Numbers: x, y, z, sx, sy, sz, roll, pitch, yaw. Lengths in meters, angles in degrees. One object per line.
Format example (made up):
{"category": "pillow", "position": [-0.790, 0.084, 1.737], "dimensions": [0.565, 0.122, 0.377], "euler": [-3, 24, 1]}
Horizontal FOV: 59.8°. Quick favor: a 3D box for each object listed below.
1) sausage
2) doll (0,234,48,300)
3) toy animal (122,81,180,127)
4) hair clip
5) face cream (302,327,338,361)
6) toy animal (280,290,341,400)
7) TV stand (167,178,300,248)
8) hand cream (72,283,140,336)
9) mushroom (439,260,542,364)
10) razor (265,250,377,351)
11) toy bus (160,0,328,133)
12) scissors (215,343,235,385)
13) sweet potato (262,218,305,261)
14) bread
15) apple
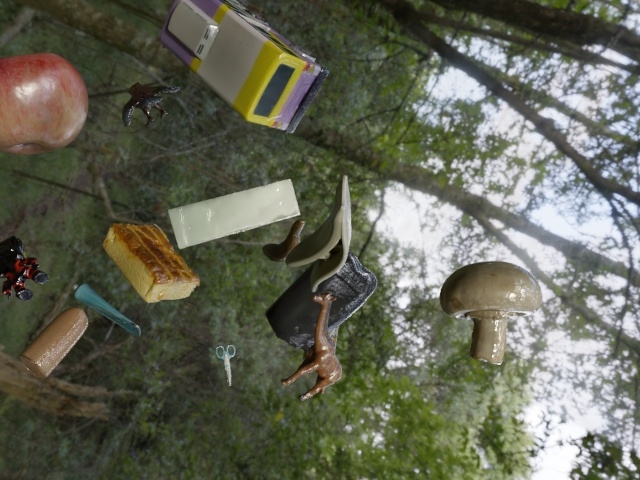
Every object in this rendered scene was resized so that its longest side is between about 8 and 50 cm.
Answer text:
{"category": "sausage", "position": [-0.954, 0.362, 2.015], "dimensions": [0.253, 0.123, 0.123], "euler": [-58, 178, -39]}
{"category": "doll", "position": [-0.839, 0.072, 1.512], "dimensions": [0.127, 0.248, 0.088], "euler": [-41, 145, -36]}
{"category": "toy animal", "position": [-0.575, -0.471, 1.821], "dimensions": [0.218, 0.179, 0.116], "euler": [-39, 159, -11]}
{"category": "hair clip", "position": [0.019, 0.005, 1.352], "dimensions": [0.282, 0.113, 0.172], "euler": [-51, -164, 27]}
{"category": "face cream", "position": [0.016, 0.247, 1.896], "dimensions": [0.105, 0.105, 0.349], "euler": [121, -18, -59]}
{"category": "toy animal", "position": [-0.008, 0.256, 1.320], "dimensions": [0.229, 0.224, 0.066], "euler": [-44, -151, -4]}
{"category": "TV stand", "position": [-0.187, -0.059, 1.220], "dimensions": [0.083, 0.269, 0.088], "euler": [-172, -113, -78]}
{"category": "hand cream", "position": [-0.591, 0.190, 1.538], "dimensions": [0.048, 0.224, 0.083], "euler": [-53, 173, -32]}
{"category": "mushroom", "position": [0.346, 0.135, 1.158], "dimensions": [0.209, 0.206, 0.206], "euler": [-61, -179, -30]}
{"category": "razor", "position": [0.002, 0.180, 1.694], "dimensions": [0.349, 0.204, 0.113], "euler": [-45, -160, 8]}
{"category": "toy bus", "position": [-0.226, -0.502, 1.498], "dimensions": [0.249, 0.440, 0.209], "euler": [-4, 133, -56]}
{"category": "scissors", "position": [-0.273, 0.363, 1.621], "dimensions": [0.014, 0.058, 0.119], "euler": [138, -53, -66]}
{"category": "sweet potato", "position": [-0.144, 0.023, 2.117], "dimensions": [0.346, 0.079, 0.108], "euler": [-33, -110, 52]}
{"category": "bread", "position": [-0.524, 0.064, 1.727], "dimensions": [0.184, 0.275, 0.114], "euler": [1, 130, -56]}
{"category": "apple", "position": [-0.825, -0.372, 1.556], "dimensions": [0.345, 0.344, 0.269], "euler": [-79, 162, -70]}
